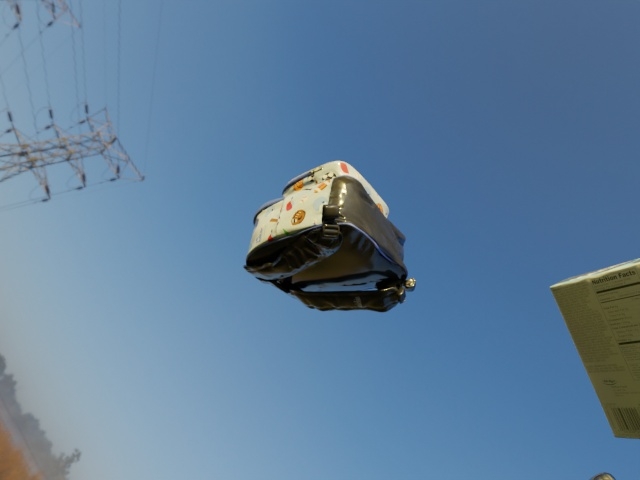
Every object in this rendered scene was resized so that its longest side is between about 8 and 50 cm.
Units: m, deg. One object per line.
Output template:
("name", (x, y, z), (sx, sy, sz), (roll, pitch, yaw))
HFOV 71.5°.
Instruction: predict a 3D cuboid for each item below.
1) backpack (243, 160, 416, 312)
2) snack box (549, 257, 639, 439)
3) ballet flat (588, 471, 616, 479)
("backpack", (0.000, 0.000, 0.815), (0.263, 0.213, 0.276), (-21, -45, 27))
("snack box", (0.401, 0.087, 0.410), (0.322, 0.060, 0.187), (-36, -110, 58))
("ballet flat", (0.297, 0.281, 0.467), (0.057, 0.173, 0.049), (-51, -128, 7))
